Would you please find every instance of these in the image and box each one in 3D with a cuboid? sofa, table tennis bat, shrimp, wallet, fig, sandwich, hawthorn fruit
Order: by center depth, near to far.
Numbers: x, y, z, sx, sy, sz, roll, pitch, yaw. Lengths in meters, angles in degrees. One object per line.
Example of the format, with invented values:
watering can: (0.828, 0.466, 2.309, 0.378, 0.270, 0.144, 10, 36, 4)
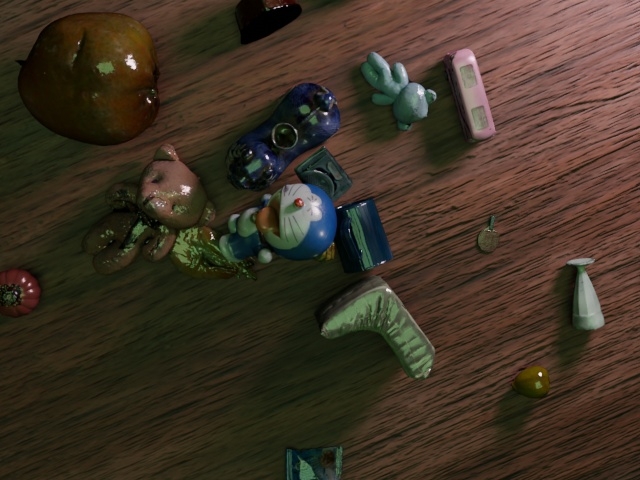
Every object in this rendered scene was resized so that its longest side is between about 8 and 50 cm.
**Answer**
hawthorn fruit: (-0.473, -0.322, 1.788, 0.300, 0.268, 0.268, 6, 98, 4)
sofa: (0.118, 0.206, 1.923, 0.176, 0.210, 0.225, -36, 99, 0)
wallet: (0.009, -0.135, 1.931, 0.088, 0.026, 0.129, -38, 128, 5)
sandwich: (0.000, 0.000, 1.938, 0.035, 0.105, 0.093, 1, 104, -26)
shrimp: (-0.236, 0.040, 1.956, 0.217, 0.051, 0.115, 26, 100, -5)
table tennis bat: (0.382, -0.015, 2.007, 0.050, 0.007, 0.083, 9, 99, -4)
fig: (0.480, 0.325, 2.030, 0.088, 0.074, 0.074, -13, 99, 13)

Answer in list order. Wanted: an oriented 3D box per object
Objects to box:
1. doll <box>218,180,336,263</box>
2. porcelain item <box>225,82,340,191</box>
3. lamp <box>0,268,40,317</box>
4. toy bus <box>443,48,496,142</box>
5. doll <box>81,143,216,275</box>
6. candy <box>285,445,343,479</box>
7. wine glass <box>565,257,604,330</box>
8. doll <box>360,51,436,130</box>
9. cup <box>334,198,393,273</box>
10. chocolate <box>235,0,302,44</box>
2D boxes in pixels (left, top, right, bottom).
doll: (-0.091, -0.035, 1.867, 0.256, 0.215, 0.161, -14, 137, 25)
porcelain item: (-0.083, -0.216, 1.863, 0.288, 0.186, 0.138, -39, 97, 1)
lamp: (-0.659, 0.114, 1.919, 0.107, 0.092, 0.108, -1, 99, -4)
toy bus: (0.320, -0.311, 1.921, 0.063, 0.090, 0.203, -18, 100, -1)
doll: (-0.383, -0.048, 1.880, 0.303, 0.156, 0.201, -39, 84, 3)
candy: (-0.014, 0.520, 2.046, 0.136, 0.038, 0.088, 0, 85, -11)
wine glass: (0.597, 0.121, 2.010, 0.073, 0.073, 0.155, -8, 95, -2)
doll: (0.166, -0.330, 1.927, 0.180, 0.075, 0.120, 51, 132, 11)
cup: (0.088, -0.011, 1.920, 0.113, 0.150, 0.138, -20, 97, -10)
chocolate: (-0.124, -0.487, 1.863, 0.148, 0.125, 0.080, -28, 82, 5)
